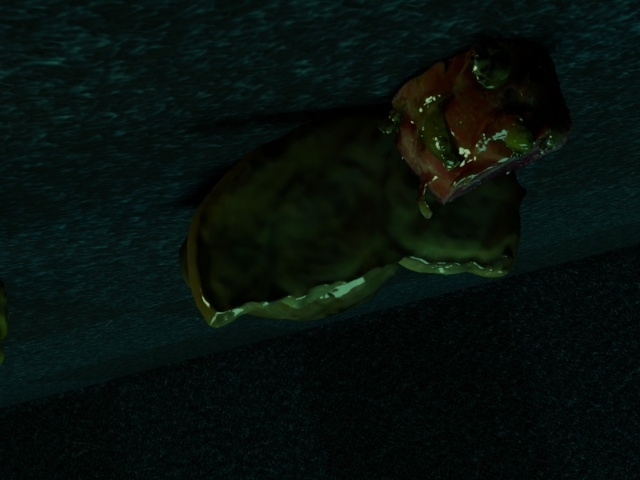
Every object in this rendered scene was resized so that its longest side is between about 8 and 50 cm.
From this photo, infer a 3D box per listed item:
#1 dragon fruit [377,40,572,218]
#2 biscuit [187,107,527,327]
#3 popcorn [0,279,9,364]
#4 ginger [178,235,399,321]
[{"bbox_3d":[0.125,-0.092,0.627,0.147,0.102,0.096,-23,177,0],"label":"dragon fruit"},{"bbox_3d":[0.033,-0.029,0.673,0.299,0.154,0.045,-8,171,-23],"label":"biscuit"},{"bbox_3d":[-0.368,0.073,0.642,0.250,0.190,0.250,-21,162,-7],"label":"popcorn"},{"bbox_3d":[0.000,0.000,0.863,0.244,0.155,0.304,-25,175,20],"label":"ginger"}]
